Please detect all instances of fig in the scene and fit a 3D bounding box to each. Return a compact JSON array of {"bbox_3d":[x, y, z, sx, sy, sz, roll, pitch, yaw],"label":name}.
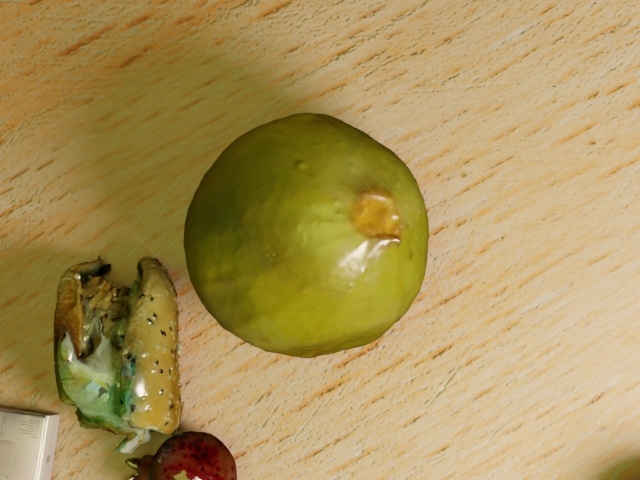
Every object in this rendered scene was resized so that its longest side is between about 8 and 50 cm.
[{"bbox_3d":[-0.008,-0.009,1.506,0.343,0.343,0.344,-1,84,10],"label":"fig"}]

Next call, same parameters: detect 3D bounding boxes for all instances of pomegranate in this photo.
[{"bbox_3d":[-0.195,0.321,1.622,0.159,0.129,0.129,27,89,16],"label":"pomegranate"}]

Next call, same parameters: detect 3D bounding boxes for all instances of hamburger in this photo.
[{"bbox_3d":[-0.282,0.156,1.628,0.167,0.192,0.288,-2,84,0],"label":"hamburger"}]

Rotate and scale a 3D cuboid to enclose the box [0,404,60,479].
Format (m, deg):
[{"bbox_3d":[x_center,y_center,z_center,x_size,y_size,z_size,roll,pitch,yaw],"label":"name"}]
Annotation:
[{"bbox_3d":[-0.460,0.311,1.705,0.130,0.051,0.129,7,86,11],"label":"box"}]
